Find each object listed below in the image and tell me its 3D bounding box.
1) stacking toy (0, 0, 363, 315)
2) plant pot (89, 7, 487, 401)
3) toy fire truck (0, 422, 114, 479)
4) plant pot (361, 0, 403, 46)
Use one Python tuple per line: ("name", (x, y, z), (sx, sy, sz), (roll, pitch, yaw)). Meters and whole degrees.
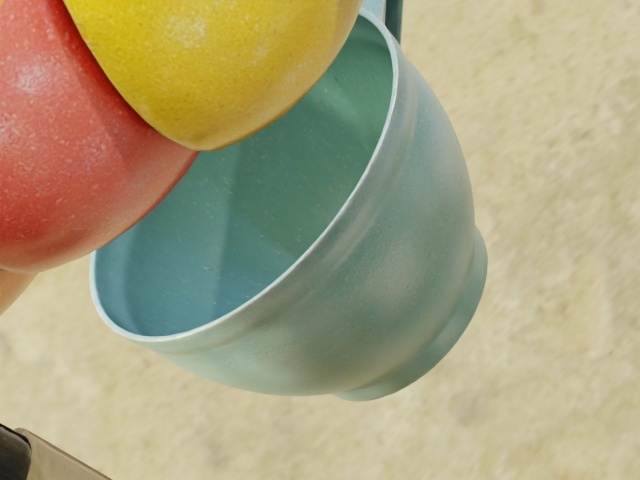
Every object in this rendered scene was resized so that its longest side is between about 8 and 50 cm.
("stacking toy", (-0.101, -0.141, 0.858), (0.480, 0.350, 0.350), (-21, 96, 20))
("plant pot", (0.000, 0.000, 1.421), (0.293, 0.293, 0.196), (-29, 128, 28))
("toy fire truck", (-0.157, 0.232, 0.796), (0.158, 0.217, 0.246), (34, 117, -25))
("plant pot", (-0.059, -0.186, 1.704), (0.252, 0.248, 0.247), (2, 78, 6))
